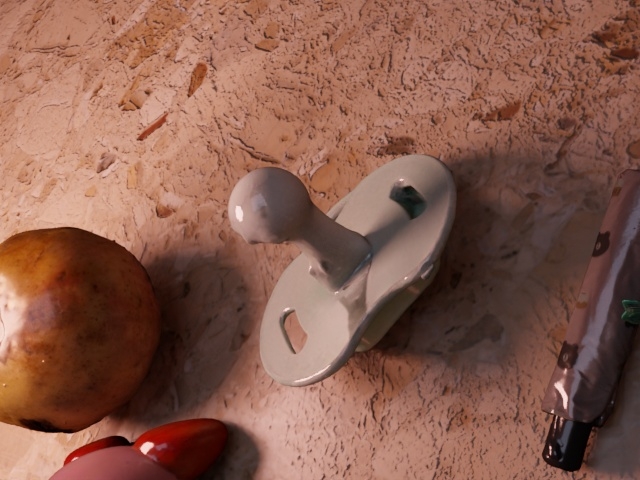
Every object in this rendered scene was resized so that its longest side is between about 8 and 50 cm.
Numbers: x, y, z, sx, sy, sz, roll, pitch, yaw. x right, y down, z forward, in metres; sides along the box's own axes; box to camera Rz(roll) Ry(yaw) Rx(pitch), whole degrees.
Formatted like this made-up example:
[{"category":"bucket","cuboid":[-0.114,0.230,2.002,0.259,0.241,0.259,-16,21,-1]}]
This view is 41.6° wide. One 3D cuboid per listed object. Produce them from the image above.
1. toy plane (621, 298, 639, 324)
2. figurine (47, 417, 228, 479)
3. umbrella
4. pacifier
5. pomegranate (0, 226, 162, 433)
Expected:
[{"category":"toy plane","cuboid":[0.417,0.070,0.819,0.235,0.096,0.060,-8,68,28]},{"category":"figurine","cuboid":[-0.279,0.369,1.121,0.270,0.211,0.261,-16,64,30]},{"category":"umbrella","cuboid":[0.309,0.084,0.912,0.073,0.067,0.337,15,82,48]},{"category":"pacifier","cuboid":[0.000,0.000,1.043,0.343,0.269,0.288,-48,28,6]},{"category":"pomegranate","cuboid":[-0.392,0.132,1.248,0.322,0.322,0.322,-13,66,31]}]
